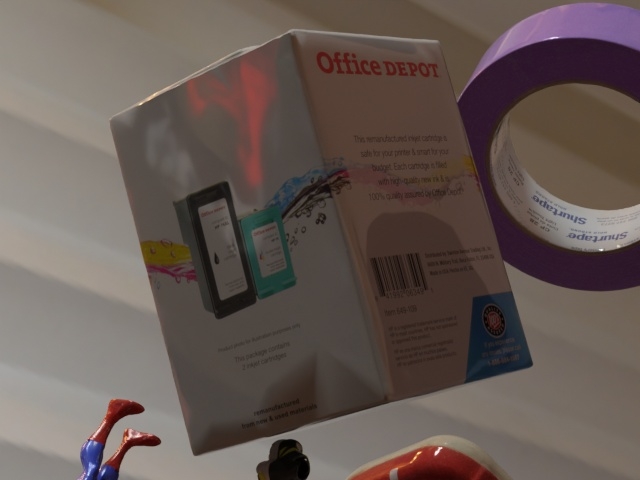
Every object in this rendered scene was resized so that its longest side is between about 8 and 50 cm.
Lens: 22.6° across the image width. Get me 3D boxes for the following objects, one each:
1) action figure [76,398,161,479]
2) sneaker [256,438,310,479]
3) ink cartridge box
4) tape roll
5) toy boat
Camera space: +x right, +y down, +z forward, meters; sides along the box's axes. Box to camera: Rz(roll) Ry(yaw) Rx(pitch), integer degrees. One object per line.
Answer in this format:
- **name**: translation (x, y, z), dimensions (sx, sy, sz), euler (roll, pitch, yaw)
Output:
- **action figure**: translation (-0.232, 0.304, 1.715), dimensions (0.139, 0.280, 0.091), euler (7, -42, 30)
- **sneaker**: translation (-0.022, 0.172, 1.211), dimensions (0.035, 0.031, 0.083), euler (-8, 11, 15)
- **ink cartridge box**: translation (0.000, 0.000, 1.220), dimensions (0.198, 0.197, 0.270), euler (-5, 78, -52)
- **tape roll**: translation (0.264, -0.089, 1.565), dimensions (0.275, 0.275, 0.090), euler (29, 35, 2)
- **toy boat**: translation (0.093, 0.302, 1.595), dimensions (0.151, 0.231, 0.151), euler (45, 48, -12)
